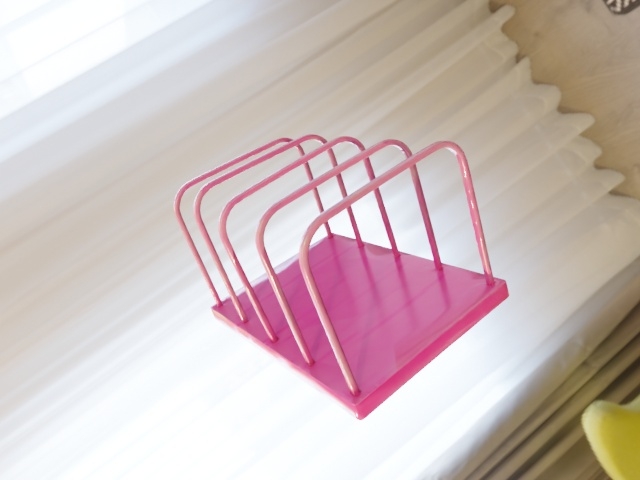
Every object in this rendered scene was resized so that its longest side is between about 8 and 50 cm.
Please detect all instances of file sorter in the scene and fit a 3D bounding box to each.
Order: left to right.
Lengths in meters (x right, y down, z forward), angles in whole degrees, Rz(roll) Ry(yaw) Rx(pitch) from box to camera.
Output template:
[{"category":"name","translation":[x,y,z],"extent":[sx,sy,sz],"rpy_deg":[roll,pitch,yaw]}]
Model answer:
[{"category":"file sorter","translation":[0.000,0.000,0.560],"extent":[0.291,0.202,0.182],"rpy_deg":[17,133,53]}]
